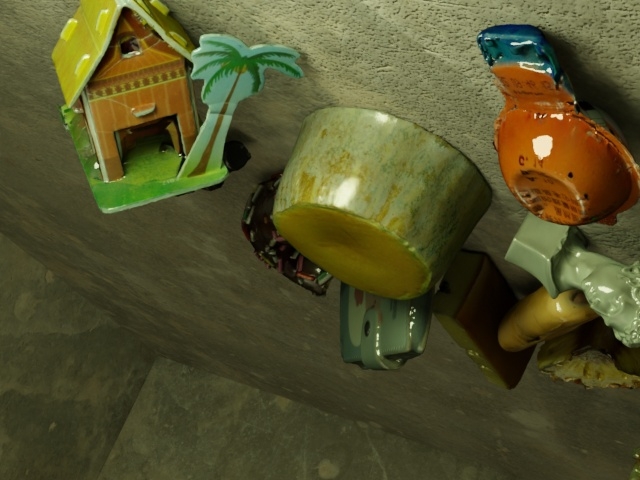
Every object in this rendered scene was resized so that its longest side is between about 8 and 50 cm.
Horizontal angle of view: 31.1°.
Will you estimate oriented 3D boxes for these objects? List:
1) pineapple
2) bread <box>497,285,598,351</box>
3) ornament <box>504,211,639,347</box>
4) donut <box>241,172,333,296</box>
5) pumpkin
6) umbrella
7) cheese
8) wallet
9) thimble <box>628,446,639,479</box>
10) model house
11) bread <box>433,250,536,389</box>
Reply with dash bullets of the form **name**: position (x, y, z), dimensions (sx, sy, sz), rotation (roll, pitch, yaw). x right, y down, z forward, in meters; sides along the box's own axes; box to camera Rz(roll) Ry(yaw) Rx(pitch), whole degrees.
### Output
- **pineapple**: position (0.520, 0.204, 2.142), dimensions (0.236, 0.115, 0.186), rotation (5, 155, 23)
- **bread**: position (0.407, 0.122, 2.012), dimensions (0.091, 0.142, 0.305), rotation (64, 163, 10)
- **ornament**: position (0.419, 0.053, 1.774), dimensions (0.285, 0.130, 0.120), rotation (38, 159, 29)
- **donut**: position (-0.021, -0.011, 2.148), dimensions (0.259, 0.136, 0.345), rotation (32, 160, -17)
- **pumpkin**: position (0.089, -0.044, 1.828), dimensions (0.332, 0.199, 0.332), rotation (19, 162, 6)
- **umbrella**: position (-0.223, -0.134, 2.134), dimensions (0.094, 0.090, 0.326), rotation (55, 152, -17)
- **cheese**: position (0.291, -0.131, 1.431), dimensions (0.217, 0.129, 0.329), rotation (11, 146, 44)
- **wallet**: position (0.126, 0.120, 2.170), dimensions (0.083, 0.252, 0.360), rotation (6, 169, -18)
- **thimble**: position (0.757, 0.533, 2.505), dimensions (0.167, 0.254, 0.288), rotation (24, -171, 11)
- **model house**: position (-0.228, -0.278, 1.698), dimensions (0.300, 0.340, 0.324), rotation (-119, 17, -44)
- **bread**: position (0.318, 0.158, 2.184), dimensions (0.077, 0.138, 0.361), rotation (14, 159, 34)
